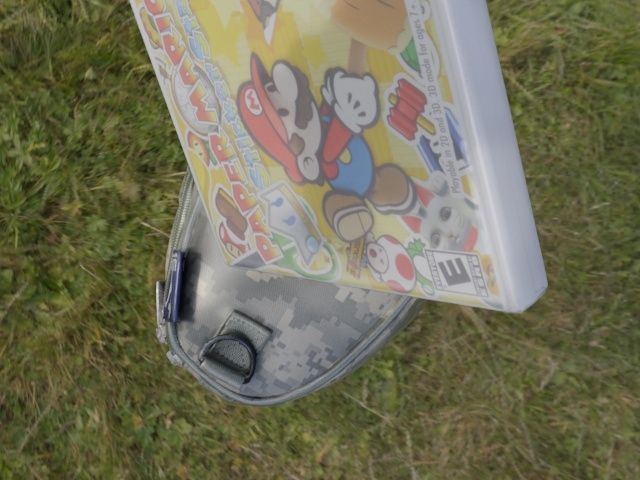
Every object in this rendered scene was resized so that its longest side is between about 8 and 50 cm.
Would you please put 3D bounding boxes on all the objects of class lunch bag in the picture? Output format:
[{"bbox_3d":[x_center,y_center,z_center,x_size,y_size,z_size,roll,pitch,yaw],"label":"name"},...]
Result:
[{"bbox_3d":[0.000,0.000,0.683,0.213,0.305,0.256,30,88,5],"label":"lunch bag"}]

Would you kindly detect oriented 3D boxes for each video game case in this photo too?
[{"bbox_3d":[-0.013,-0.083,0.375,0.026,0.206,0.226,-32,114,-34],"label":"video game case"}]
